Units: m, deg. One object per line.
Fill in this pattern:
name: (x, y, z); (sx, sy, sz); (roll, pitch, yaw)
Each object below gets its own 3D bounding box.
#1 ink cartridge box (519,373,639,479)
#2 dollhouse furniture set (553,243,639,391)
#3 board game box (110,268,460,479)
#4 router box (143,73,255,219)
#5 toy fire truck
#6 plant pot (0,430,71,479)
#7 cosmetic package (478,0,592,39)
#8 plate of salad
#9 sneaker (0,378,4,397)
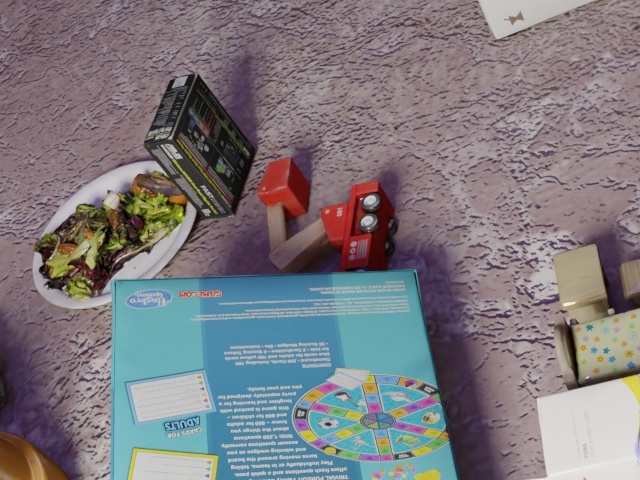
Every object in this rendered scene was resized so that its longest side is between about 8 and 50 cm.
ink cartridge box: (0.222, 0.148, 0.866); (0.198, 0.115, 0.067); (-16, 46, 17)
dollhouse furniture set: (0.269, 0.041, 0.945); (0.182, 0.101, 0.161); (-17, 45, 17)
board game box: (-0.030, 0.171, 0.948); (0.253, 0.079, 0.336); (-2, 45, -6)
router box: (-0.121, -0.094, 1.284); (0.038, 0.122, 0.092); (-9, 47, 30)
toy fire truck: (0.000, 0.000, 1.182); (0.135, 0.047, 0.192); (-10, 48, 24)
plant pot: (-0.340, 0.228, 1.073); (0.205, 0.188, 0.205); (-16, 46, 17)
cosmetic package: (0.190, -0.412, 1.336); (0.155, 0.197, 0.365); (-21, 46, 12)
plate of salad: (-0.222, -0.015, 1.327); (0.200, 0.048, 0.200); (-16, 46, 17)
sneaker: (-0.409, 0.184, 1.233); (0.228, 0.086, 0.132); (-35, 45, -3)
